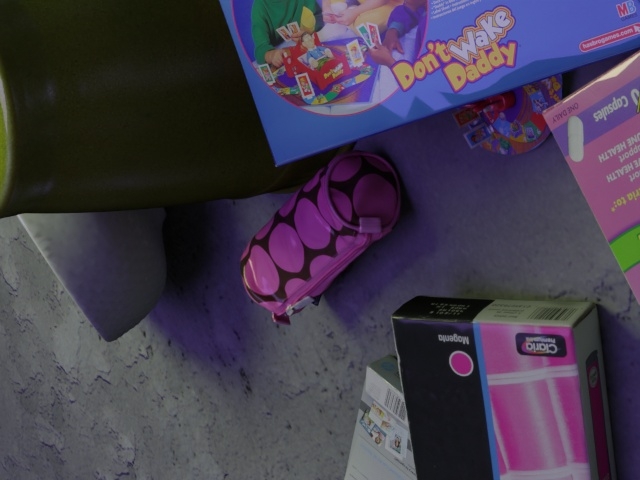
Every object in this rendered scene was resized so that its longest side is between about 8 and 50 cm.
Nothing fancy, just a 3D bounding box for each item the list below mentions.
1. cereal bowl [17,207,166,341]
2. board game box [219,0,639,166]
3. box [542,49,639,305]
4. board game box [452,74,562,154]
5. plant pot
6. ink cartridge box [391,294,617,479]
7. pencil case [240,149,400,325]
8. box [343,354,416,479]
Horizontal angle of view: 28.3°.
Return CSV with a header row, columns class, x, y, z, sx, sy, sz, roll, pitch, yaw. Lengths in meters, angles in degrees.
class,x,y,z,sx,sy,sz,roll,pitch,yaw
cereal bowl,-0.278,-0.058,1.463,0.339,0.141,0.339,56,173,10
board game box,0.079,-0.216,0.982,0.347,0.078,0.233,-15,97,36
box,0.303,-0.036,0.845,0.213,0.117,0.243,-32,82,52
board game box,0.127,-0.145,1.053,0.169,0.033,0.133,59,150,5
plant pot,-0.201,-0.175,1.195,0.366,0.353,0.367,24,124,41
ink cartridge box,0.177,0.232,1.139,0.175,0.069,0.371,0,110,34
pencil case,0.000,0.000,1.250,0.209,0.095,0.098,133,145,-51
box,0.093,0.230,1.287,0.145,0.038,0.186,36,131,34
